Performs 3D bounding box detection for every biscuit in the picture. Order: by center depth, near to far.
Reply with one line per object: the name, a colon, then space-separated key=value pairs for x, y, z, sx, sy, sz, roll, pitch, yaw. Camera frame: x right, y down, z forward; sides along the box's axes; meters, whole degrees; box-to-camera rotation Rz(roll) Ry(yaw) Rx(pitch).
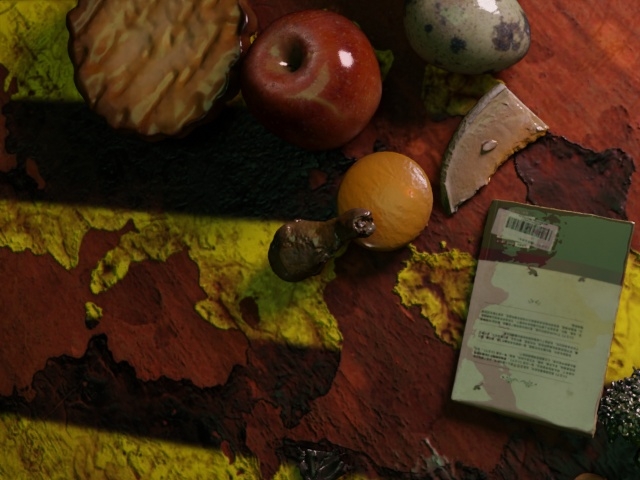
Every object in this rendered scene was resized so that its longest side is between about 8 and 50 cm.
biscuit: x=-0.242 y=-0.312 z=1.514 sx=0.326 sy=0.107 sz=0.325 roll=-2 pitch=85 yaw=23

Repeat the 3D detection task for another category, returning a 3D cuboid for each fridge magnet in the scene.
fridge magnet: x=0.091 y=-0.055 z=1.380 sx=0.143 sy=0.063 sz=0.143 roll=-2 pitch=85 yaw=22

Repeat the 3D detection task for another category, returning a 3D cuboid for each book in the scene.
book: x=0.296 y=0.099 z=1.305 sx=0.201 sy=0.026 sz=0.289 roll=12 pitch=88 yaw=22

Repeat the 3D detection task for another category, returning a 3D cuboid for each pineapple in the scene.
pineapple: x=-0.014 y=0.412 z=1.354 sx=0.125 sy=0.125 sz=0.251 roll=9 pitch=77 yaw=21

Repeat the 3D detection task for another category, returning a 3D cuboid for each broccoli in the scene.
broccoli: x=0.426 y=0.230 z=1.192 sx=0.154 sy=0.167 sz=0.160 roll=45 pitch=138 yaw=30

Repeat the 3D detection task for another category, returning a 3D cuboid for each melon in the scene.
melon: x=0.219 y=-0.128 z=1.357 sx=0.182 sy=0.054 sz=0.098 roll=-43 pitch=87 yaw=11

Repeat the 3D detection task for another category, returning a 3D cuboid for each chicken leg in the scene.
chicken leg: x=-0.002 y=0.000 z=1.378 sx=0.198 sy=0.069 sz=0.084 roll=-26 pitch=76 yaw=39

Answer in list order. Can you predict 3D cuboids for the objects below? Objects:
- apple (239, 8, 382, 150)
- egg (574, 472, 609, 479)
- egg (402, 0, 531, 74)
apple: x=-0.008 y=-0.225 z=1.391 sx=0.201 sy=0.162 sz=0.201 roll=-8 pitch=71 yaw=25
egg: x=0.351 y=0.336 z=1.234 sx=0.071 sy=0.071 sz=0.083 roll=-43 pitch=68 yaw=11
egg: x=0.201 y=-0.297 z=1.330 sx=0.182 sy=0.141 sz=0.141 roll=25 pitch=93 yaw=12
